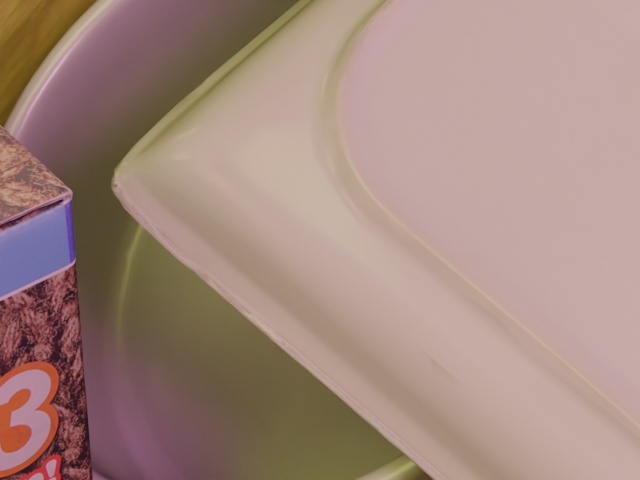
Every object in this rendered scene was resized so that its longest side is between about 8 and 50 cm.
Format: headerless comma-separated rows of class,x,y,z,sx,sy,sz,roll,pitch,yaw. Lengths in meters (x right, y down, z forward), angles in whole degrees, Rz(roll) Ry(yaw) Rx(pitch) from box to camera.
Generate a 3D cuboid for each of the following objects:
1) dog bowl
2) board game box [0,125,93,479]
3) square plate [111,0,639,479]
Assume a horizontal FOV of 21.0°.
dog bowl,0.000,0.000,0.676,0.265,0.104,0.265,-11,61,22
board game box,-0.201,0.061,0.618,0.141,0.291,0.232,-27,50,-30
square plate,0.166,-0.036,0.552,0.344,0.049,0.347,41,76,17
